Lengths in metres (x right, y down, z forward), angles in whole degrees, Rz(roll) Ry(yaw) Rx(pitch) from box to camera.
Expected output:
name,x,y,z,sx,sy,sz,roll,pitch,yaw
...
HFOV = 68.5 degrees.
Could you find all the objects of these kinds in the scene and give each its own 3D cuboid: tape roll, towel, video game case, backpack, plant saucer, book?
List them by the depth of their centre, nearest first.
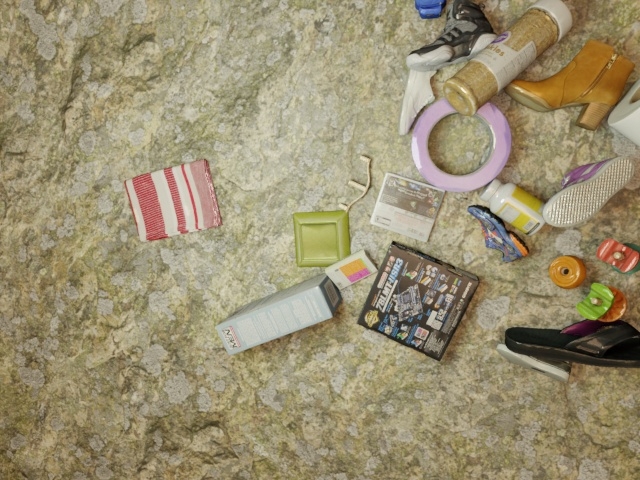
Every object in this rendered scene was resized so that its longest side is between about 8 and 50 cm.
name,x,y,z,sx,sy,sz,roll,pitch,yaw
tape roll,0.860,-0.369,1.154,0.100,0.286,0.286,40,106,3
backpack,0.310,-0.680,1.310,0.098,0.120,0.101,-4,99,13
tape roll,0.406,-0.281,1.375,0.275,0.090,0.274,2,100,12
video game case,0.270,-0.105,1.472,0.191,0.022,0.173,19,104,10
book,0.101,0.097,1.521,0.144,0.035,0.096,-28,125,15
plant saucer,0.000,0.000,1.539,0.189,0.045,0.188,-2,99,14
towel,-0.518,-0.133,1.640,0.329,0.037,0.236,-11,96,15

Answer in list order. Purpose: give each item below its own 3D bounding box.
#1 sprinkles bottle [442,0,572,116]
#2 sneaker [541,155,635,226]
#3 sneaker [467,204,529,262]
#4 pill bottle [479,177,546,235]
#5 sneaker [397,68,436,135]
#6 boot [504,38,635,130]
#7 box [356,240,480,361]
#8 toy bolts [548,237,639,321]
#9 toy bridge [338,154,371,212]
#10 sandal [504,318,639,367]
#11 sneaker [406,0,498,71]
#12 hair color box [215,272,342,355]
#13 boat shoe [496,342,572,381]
name,x,y,z,sx,sy,sz,roll,pitch,yaw
sprinkles bottle,0.495,-0.487,1.250,0.355,0.121,0.121,-42,89,-2
sneaker,0.694,-0.126,1.289,0.282,0.161,0.102,-31,100,-9
sneaker,0.516,-0.019,1.402,0.221,0.083,0.087,47,114,5
pill bottle,0.561,-0.103,1.363,0.184,0.103,0.103,35,105,5
sneaker,0.288,-0.412,1.391,0.094,0.080,0.212,12,101,-1
boot,0.676,-0.450,1.287,0.295,0.104,0.211,24,99,3
box,0.303,0.191,1.489,0.294,0.073,0.295,23,104,9
toy bolts,0.813,0.095,1.350,0.228,0.159,0.218,-61,41,22
toy bridge,0.119,-0.173,1.491,0.063,0.026,0.188,25,104,6
sandal,0.769,0.281,1.348,0.446,0.167,0.106,2,104,13
sneaker,0.354,-0.576,1.317,0.269,0.101,0.152,-16,90,-4
hair color box,-0.131,0.236,1.537,0.375,0.185,0.113,-22,95,16
boat shoe,0.654,0.357,1.444,0.220,0.077,0.070,23,69,12
